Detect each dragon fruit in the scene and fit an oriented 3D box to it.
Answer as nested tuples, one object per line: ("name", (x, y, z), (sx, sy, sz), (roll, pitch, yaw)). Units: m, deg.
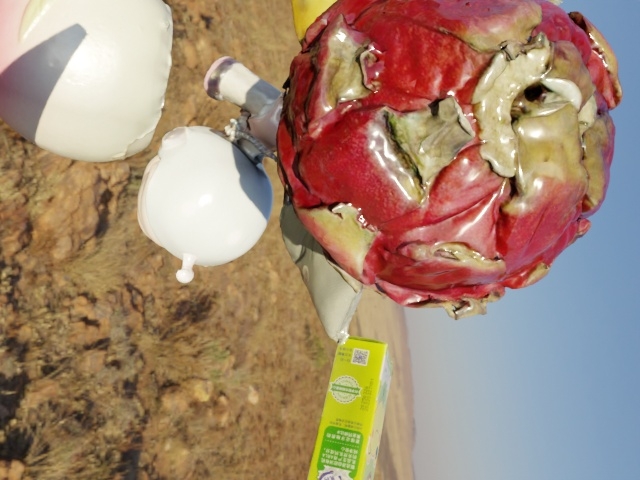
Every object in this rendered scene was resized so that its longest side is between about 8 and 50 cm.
("dragon fruit", (0.109, -0.091, 0.545), (0.329, 0.328, 0.330), (-8, 90, -84))

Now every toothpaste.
("toothpaste", (0.038, 0.305, 0.836), (0.110, 0.077, 0.328), (72, 28, -59))

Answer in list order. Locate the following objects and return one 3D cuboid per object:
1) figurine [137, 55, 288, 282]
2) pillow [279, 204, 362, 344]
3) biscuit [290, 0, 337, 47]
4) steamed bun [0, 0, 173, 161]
("figurine", (-0.168, -0.119, 1.014), (0.253, 0.361, 0.211), (38, 7, -24))
("pillow", (0.000, 0.000, 0.810), (0.169, 0.059, 0.255), (-63, -145, 31))
("biscuit", (0.054, -0.302, 0.723), (0.041, 0.202, 0.260), (-3, 100, -77))
("steamed bun", (-0.383, -0.271, 0.872), (0.309, 0.309, 0.310), (-8, 90, -84))
